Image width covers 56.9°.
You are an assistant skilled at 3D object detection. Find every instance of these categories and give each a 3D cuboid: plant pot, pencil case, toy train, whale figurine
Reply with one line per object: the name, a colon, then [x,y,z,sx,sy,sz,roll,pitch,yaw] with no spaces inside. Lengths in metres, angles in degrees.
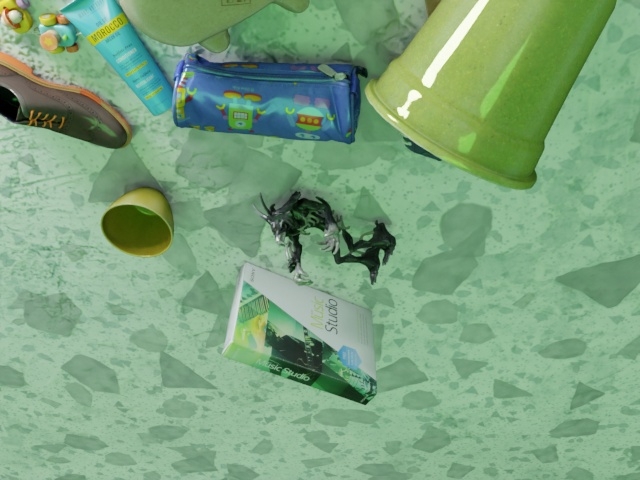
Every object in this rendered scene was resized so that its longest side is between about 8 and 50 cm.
plant pot: [0.239,-0.250,0.789,0.276,0.276,0.254,21,119,-15]
plant pot: [-0.338,-0.048,1.131,0.134,0.095,0.134,2,132,3]
pencil case: [-0.080,-0.226,0.931,0.306,0.119,0.133,5,150,0]
toy train: [-0.433,-0.353,0.890,0.166,0.046,0.125,34,127,-24]
whale figurine: [-0.148,-0.373,0.817,0.272,0.141,0.216,-12,136,-19]

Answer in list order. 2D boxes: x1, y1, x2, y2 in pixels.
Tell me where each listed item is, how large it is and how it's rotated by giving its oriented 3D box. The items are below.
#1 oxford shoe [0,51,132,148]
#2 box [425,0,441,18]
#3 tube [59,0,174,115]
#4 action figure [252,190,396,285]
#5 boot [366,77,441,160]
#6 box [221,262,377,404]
oxford shoe: [-0.455,-0.211,0.986,0.271,0.098,0.097,23,130,-16]
box: [0.251,-0.363,0.850,0.201,0.021,0.164,-11,131,14]
tube: [-0.307,-0.296,0.935,0.080,0.052,0.207,-37,123,-3]
action figure: [0.000,0.000,1.124,0.275,0.141,0.164,17,143,-13]
boot: [0.148,-0.194,0.979,0.190,0.069,0.086,20,128,-16]
box: [-0.034,0.191,1.238,0.322,0.232,0.058,22,126,-16]
